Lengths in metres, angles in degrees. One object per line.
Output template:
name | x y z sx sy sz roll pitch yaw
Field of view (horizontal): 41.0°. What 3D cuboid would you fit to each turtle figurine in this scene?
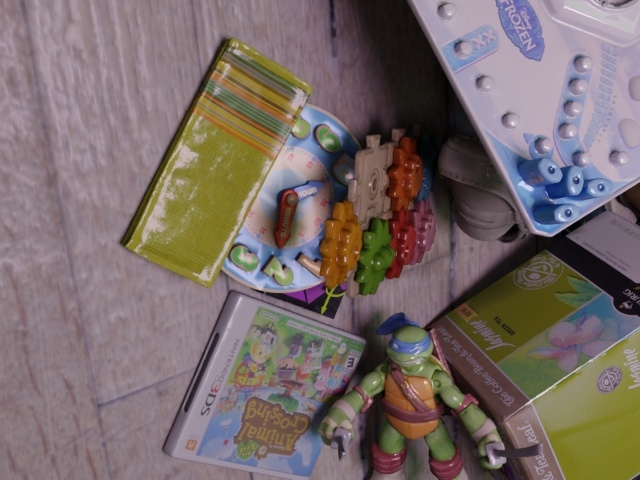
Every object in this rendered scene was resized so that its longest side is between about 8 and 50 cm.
turtle figurine | 0.108 0.253 1.019 0.198 0.274 0.266 -18 129 -11

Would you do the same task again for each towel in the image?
towel | -0.101 -0.078 0.862 0.102 0.021 0.237 27 86 -12

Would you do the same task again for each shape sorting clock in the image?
shape sorting clock | -0.037 -0.046 0.912 0.206 0.040 0.206 -4 99 -24

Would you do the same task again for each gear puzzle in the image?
gear puzzle | 0.078 -0.030 0.933 0.339 0.044 0.175 -25 122 -63

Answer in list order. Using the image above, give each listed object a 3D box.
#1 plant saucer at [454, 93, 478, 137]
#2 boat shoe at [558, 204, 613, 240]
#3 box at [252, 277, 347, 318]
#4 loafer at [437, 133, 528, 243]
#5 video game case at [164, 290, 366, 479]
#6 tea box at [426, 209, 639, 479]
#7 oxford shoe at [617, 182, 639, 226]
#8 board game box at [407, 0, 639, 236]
plant saucer | 0.258 -0.189 1.130 0.195 0.037 0.195 -13 112 -36
boat shoe | 0.435 0.024 1.300 0.109 0.089 0.258 -42 125 -21
box | 0.000 0.000 0.988 0.116 0.029 0.162 23 87 -40
loafer | 0.212 -0.052 1.040 0.319 0.112 0.111 15 103 -61
video game case | -0.057 0.177 1.000 0.212 0.023 0.193 24 88 -40
tea box | 0.365 0.199 1.164 0.323 0.220 0.329 -32 123 -7
oxford shoe | 0.538 -0.067 1.351 0.227 0.096 0.083 40 80 -37
board game box | 0.281 -0.262 0.825 0.390 0.050 0.390 -30 94 -13
